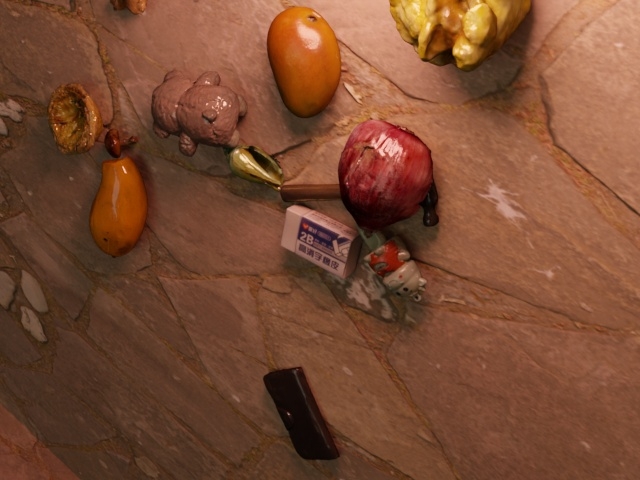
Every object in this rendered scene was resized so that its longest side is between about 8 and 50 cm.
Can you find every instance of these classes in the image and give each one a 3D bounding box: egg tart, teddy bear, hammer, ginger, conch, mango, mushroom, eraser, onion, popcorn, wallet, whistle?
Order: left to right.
[{"bbox_3d":[-0.759,-0.376,2.185,0.252,0.098,0.231,-44,76,36],"label":"egg tart"},{"bbox_3d":[-0.616,-0.301,2.126,0.130,0.073,0.088,-11,77,37],"label":"mushroom"},{"bbox_3d":[-0.630,-0.100,2.183,0.187,0.144,0.359,33,124,16],"label":"mango"},{"bbox_3d":[-0.515,-0.653,1.896,0.165,0.067,0.096,-13,103,53],"label":"ginger"},{"bbox_3d":[-0.327,-0.337,1.837,0.267,0.151,0.235,15,89,35],"label":"teddy bear"},{"bbox_3d":[-0.184,-0.205,1.854,0.201,0.079,0.094,20,109,8],"label":"conch"},{"bbox_3d":[-0.061,0.533,2.127,0.165,0.042,0.309,-17,100,38],"label":"wallet"},{"bbox_3d":[-0.032,-0.408,1.610,0.176,0.139,0.254,13,126,45],"label":"mango"},{"bbox_3d":[0.000,0.000,1.818,0.210,0.068,0.124,27,125,25],"label":"eraser"},{"bbox_3d":[0.082,-0.116,1.719,0.440,0.044,0.168,1,112,36],"label":"hammer"},{"bbox_3d":[0.122,-0.124,1.575,0.227,0.120,0.283,30,120,33],"label":"onion"},{"bbox_3d":[0.168,0.045,1.696,0.102,0.106,0.253,-34,89,12],"label":"whistle"},{"bbox_3d":[0.248,-0.446,1.321,0.250,0.242,0.234,25,126,29],"label":"popcorn"}]
